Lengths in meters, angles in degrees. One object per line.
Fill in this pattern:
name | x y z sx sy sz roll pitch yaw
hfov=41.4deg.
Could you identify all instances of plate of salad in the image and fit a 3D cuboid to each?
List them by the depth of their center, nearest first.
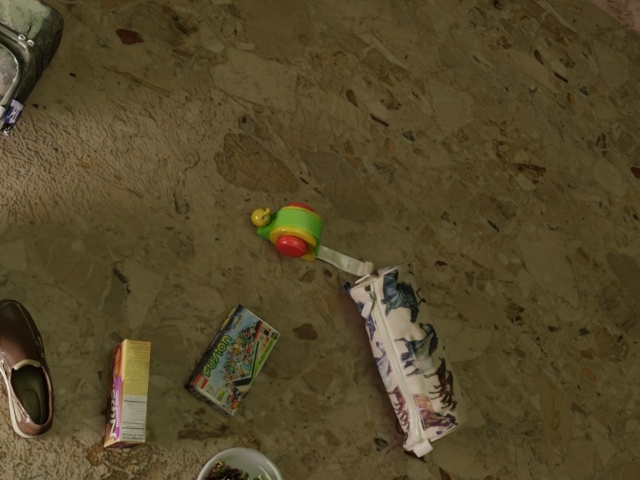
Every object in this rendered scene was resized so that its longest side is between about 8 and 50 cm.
plate of salad | -0.150 0.504 1.651 0.200 0.048 0.199 10 68 -27

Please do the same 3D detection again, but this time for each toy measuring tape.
toy measuring tape | 0.000 0.000 1.883 0.330 0.121 0.121 24 62 -21

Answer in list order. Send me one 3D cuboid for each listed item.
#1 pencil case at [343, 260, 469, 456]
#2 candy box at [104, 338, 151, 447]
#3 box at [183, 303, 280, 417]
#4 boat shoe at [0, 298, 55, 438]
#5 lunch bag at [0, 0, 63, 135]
pencil case | 0.191 0.256 1.868 0.184 0.160 0.410 -10 77 -49
candy box | -0.359 0.287 1.574 0.053 0.109 0.186 11 68 -26
box | -0.178 0.245 1.736 0.114 0.036 0.207 37 58 -13
boat shoe | -0.523 0.220 1.510 0.095 0.095 0.257 -15 80 -33
lunch bag | -0.666 -0.369 1.589 0.305 0.212 0.256 31 76 -16
